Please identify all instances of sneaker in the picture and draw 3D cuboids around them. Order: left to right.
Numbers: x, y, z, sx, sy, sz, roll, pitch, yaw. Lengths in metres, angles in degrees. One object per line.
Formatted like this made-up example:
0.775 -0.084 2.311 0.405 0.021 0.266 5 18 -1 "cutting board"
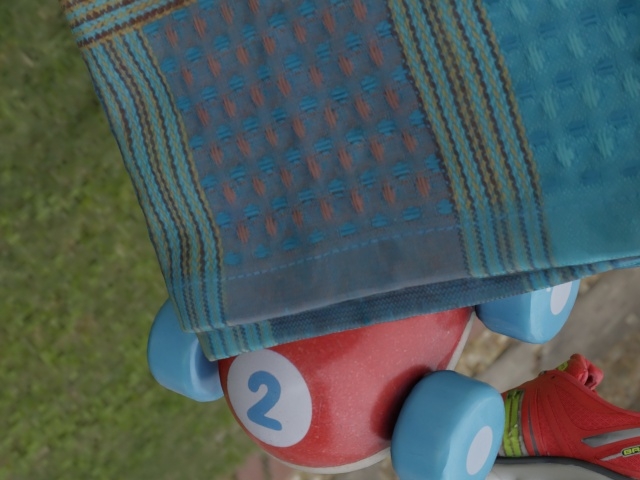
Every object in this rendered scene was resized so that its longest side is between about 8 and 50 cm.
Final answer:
0.166 0.140 1.176 0.107 0.279 0.118 36 68 -53 "sneaker"

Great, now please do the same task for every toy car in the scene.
0.000 0.000 0.895 0.210 0.219 0.238 -59 148 -21 "toy car"

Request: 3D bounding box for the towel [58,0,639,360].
-0.023 -0.143 0.511 0.271 0.370 0.040 -15 -169 46 "towel"
